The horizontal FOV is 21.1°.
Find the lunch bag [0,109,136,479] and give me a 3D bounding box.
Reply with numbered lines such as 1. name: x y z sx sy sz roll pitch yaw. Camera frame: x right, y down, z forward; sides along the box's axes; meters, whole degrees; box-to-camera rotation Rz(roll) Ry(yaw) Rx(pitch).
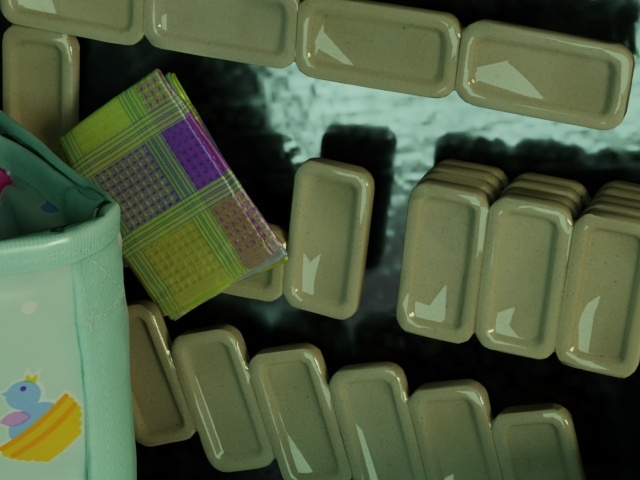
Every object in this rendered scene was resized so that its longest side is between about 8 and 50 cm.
1. lunch bag: -0.182 0.063 0.624 0.262 0.160 0.223 10 116 16

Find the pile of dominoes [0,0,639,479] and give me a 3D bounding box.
1. pile of dominoes: 0.000 0.000 0.639 0.251 0.040 0.196 12 114 17

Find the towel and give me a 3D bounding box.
1. towel: -0.055 -0.015 0.626 0.060 0.009 0.083 -31 96 28
